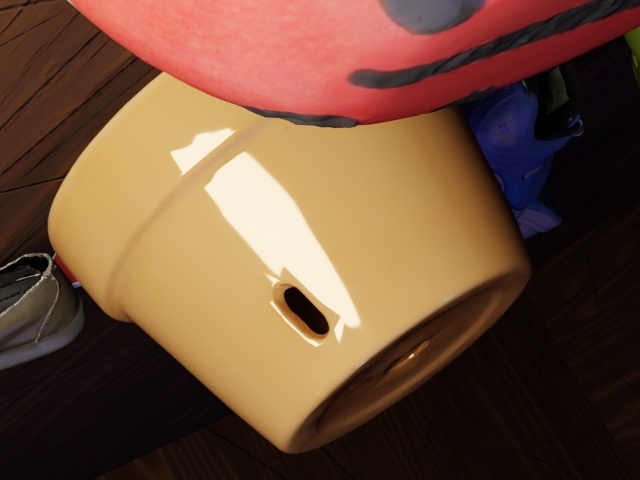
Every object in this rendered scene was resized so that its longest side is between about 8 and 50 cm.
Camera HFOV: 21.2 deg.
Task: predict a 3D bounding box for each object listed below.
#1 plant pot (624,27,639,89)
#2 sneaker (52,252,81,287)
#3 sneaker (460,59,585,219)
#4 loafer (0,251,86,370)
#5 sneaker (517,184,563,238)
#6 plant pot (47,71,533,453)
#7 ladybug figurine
[{"bbox_3d":[0.427,-0.160,1.648,0.227,0.228,0.207,-30,151,11],"label":"plant pot"},{"bbox_3d":[-0.148,-0.010,1.238,0.118,0.042,0.067,-37,176,-7],"label":"sneaker"},{"bbox_3d":[0.179,-0.099,1.538,0.147,0.130,0.330,-30,172,13],"label":"sneaker"},{"bbox_3d":[-0.272,0.061,1.184,0.220,0.080,0.078,-26,138,-22],"label":"loafer"},{"bbox_3d":[0.125,-0.024,1.824,0.208,0.127,0.319,-35,161,19],"label":"sneaker"},{"bbox_3d":[0.000,0.000,1.109,0.291,0.203,0.291,-34,165,-10],"label":"plant pot"},{"bbox_3d":[0.080,-0.164,0.705,0.449,0.162,0.305,-24,170,-33],"label":"ladybug figurine"}]
